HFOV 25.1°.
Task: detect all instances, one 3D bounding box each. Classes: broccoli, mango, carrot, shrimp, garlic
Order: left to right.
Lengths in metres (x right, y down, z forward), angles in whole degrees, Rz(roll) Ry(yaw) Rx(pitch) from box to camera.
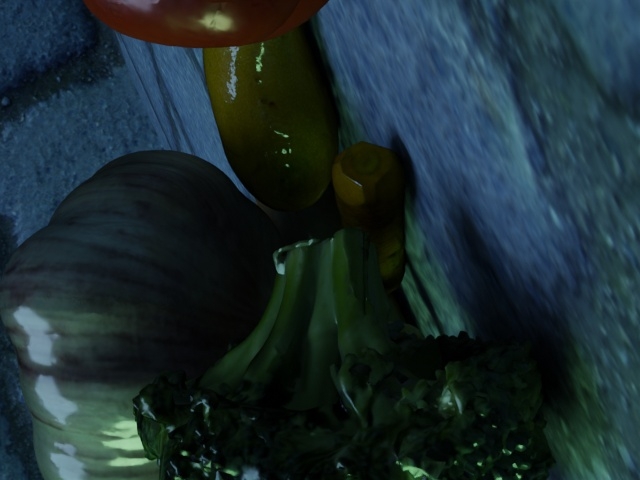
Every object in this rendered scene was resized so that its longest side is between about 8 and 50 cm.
[{"bbox_3d":[-0.052,0.069,0.900,0.245,0.253,0.245,2,-90,-76],"label":"garlic"},{"bbox_3d":[-0.034,-0.096,0.915,0.098,0.075,0.190,39,153,41],"label":"mango"},{"bbox_3d":[-0.001,0.000,1.050,0.294,0.062,0.154,62,178,21],"label":"shrimp"},{"bbox_3d":[0.011,0.090,0.700,0.226,0.197,0.176,105,150,-51],"label":"broccoli"},{"bbox_3d":[0.033,-0.010,0.846,0.171,0.042,0.042,75,169,-65],"label":"carrot"}]

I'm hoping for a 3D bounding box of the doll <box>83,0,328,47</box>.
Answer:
[{"bbox_3d":[-0.042,-0.154,0.553,0.290,0.129,0.161,-95,0,-62],"label":"doll"}]
